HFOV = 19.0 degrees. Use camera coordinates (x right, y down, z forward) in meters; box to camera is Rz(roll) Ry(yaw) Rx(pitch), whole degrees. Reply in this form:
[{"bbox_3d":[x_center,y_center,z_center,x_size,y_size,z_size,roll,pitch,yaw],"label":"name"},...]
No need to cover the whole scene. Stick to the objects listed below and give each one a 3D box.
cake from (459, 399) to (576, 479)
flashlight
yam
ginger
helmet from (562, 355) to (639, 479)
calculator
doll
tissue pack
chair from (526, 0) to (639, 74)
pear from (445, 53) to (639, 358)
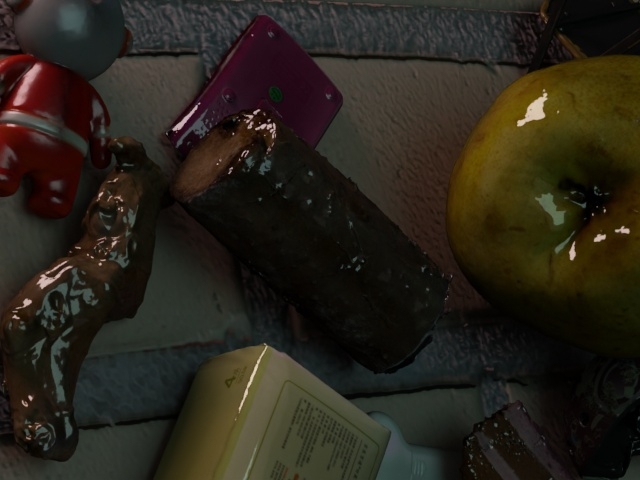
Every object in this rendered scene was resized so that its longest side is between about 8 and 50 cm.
[{"bbox_3d":[0.210,0.296,1.811,0.116,0.113,0.295,-41,108,-47],"label":"cake"},{"bbox_3d":[0.095,0.219,1.790,0.200,0.047,0.093,18,68,-36],"label":"flashlight"},{"bbox_3d":[-0.001,-0.001,1.706,0.279,0.131,0.131,43,55,-31],"label":"yam"},{"bbox_3d":[-0.199,0.048,1.594,0.122,0.084,0.290,68,38,-56],"label":"ginger"},{"bbox_3d":[0.308,0.156,1.920,0.177,0.153,0.107,-15,55,-31],"label":"helmet"},{"bbox_3d":[-0.056,-0.115,1.774,0.126,0.034,0.190,45,54,-17],"label":"calculator"},{"bbox_3d":[-0.225,-0.145,1.623,0.142,0.076,0.245,23,69,-36],"label":"doll"},{"bbox_3d":[-0.059,0.231,1.615,0.159,0.125,0.234,36,57,-26],"label":"tissue pack"},{"bbox_3d":[0.317,-0.207,2.005,0.159,0.247,0.172,-17,65,-40],"label":"chair"},{"bbox_3d":[0.281,-0.039,1.850,0.304,0.304,0.304,11,71,-35],"label":"pear"}]
